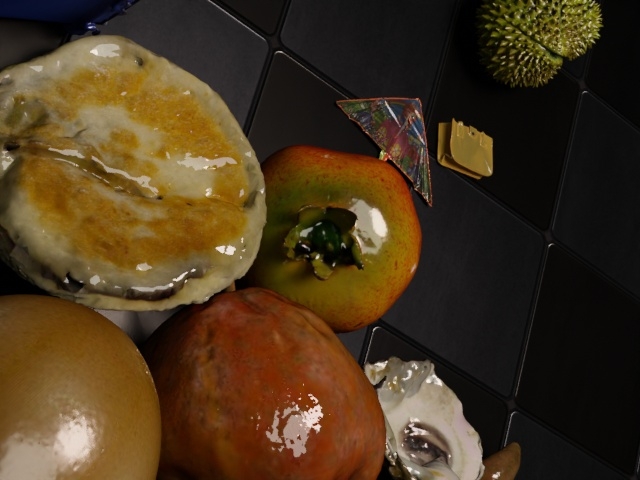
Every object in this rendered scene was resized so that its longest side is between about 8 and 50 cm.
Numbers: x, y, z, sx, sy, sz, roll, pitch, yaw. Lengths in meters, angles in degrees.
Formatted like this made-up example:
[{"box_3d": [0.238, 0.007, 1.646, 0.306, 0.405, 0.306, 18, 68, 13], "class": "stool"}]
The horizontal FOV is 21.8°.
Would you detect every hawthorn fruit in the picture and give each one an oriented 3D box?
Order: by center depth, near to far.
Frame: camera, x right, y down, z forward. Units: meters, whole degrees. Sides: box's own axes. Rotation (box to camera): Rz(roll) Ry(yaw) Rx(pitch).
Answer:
[{"box_3d": [-0.083, 0.164, 1.706, 0.277, 0.277, 0.298, 4, 68, -40], "class": "hawthorn fruit"}]

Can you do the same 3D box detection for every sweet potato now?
[{"box_3d": [0.169, 0.322, 1.993, 0.244, 0.077, 0.077, -28, 97, -40], "class": "sweet potato"}]

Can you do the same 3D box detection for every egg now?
[{"box_3d": [-0.291, 0.201, 1.493, 0.282, 0.283, 0.351, 56, 47, -15], "class": "egg"}]

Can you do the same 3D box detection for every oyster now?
[{"box_3d": [0.113, 0.237, 1.949, 0.223, 0.083, 0.214, -2, 65, -55], "class": "oyster"}]

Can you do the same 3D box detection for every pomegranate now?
[{"box_3d": [0.000, 0.000, 1.822, 0.221, 0.257, 0.220, 0, 90, 3], "class": "pomegranate"}]

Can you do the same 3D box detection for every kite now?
[{"box_3d": [0.090, -0.122, 2.085, 0.190, 0.010, 0.159, 46, 55, -20], "class": "kite"}]

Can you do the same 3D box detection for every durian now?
[{"box_3d": [0.288, -0.291, 2.201, 0.146, 0.159, 0.198, 49, 48, -6], "class": "durian"}]

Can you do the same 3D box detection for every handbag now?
[{"box_3d": [0.189, -0.118, 2.158, 0.083, 0.027, 0.061, 18, 66, -40], "class": "handbag"}]

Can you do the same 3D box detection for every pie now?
[{"box_3d": [-0.210, -0.065, 1.695, 0.339, 0.077, 0.339, 10, 52, -13], "class": "pie"}]

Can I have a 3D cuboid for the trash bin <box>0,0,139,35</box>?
[{"box_3d": [-0.299, -0.303, 1.691, 0.235, 0.184, 0.162, -4, 81, -36], "class": "trash bin"}]
